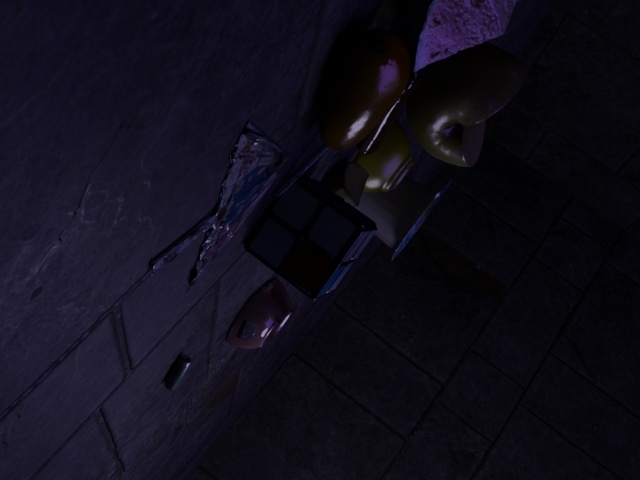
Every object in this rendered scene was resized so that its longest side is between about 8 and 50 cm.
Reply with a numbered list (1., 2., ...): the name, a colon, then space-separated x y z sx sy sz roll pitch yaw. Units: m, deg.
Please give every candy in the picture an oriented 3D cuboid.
1. candy: 0.021 -0.189 1.352 0.305 0.083 0.091 -45 173 0

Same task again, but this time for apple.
1. apple: 0.336 -0.347 1.796 0.295 0.234 0.257 114 0 -57

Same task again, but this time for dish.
1. dish: 0.169 -0.196 1.923 0.221 0.108 0.262 -53 171 7
2. dish: -0.143 0.201 1.898 0.213 0.090 0.213 -51 171 -11

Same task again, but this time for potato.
1. potato: 0.034 -0.121 1.721 0.120 0.081 0.149 -24 -154 30

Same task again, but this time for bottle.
1. bottle: -0.304 0.282 1.581 0.083 0.030 0.030 -58 170 23

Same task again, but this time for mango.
1. mango: 0.069 -0.241 1.211 0.138 0.113 0.253 -46 170 -38

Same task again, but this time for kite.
1. kite: -0.145 -0.049 1.175 0.368 0.014 0.406 -45 168 -43

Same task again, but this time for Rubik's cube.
1. Rubik's cube: -0.014 -0.008 1.464 0.180 0.183 0.167 -53 170 9

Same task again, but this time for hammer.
1. hammer: 0.160 -0.309 1.542 0.242 0.095 0.409 -39 172 -33

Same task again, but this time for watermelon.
1. watermelon: 0.224 -0.402 1.230 0.260 0.176 0.256 -24 170 -30

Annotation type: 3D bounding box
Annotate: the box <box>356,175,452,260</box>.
1. box: 0.219 -0.121 2.148 0.291 0.206 0.262 -53 172 -9
